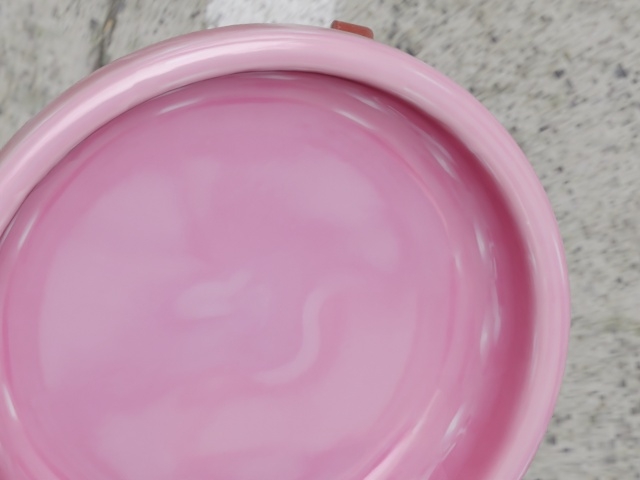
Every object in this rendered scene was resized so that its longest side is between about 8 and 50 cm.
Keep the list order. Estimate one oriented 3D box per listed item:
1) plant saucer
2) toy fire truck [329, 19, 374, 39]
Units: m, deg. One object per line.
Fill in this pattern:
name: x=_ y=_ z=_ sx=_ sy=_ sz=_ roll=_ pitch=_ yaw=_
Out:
plant saucer: x=-0.039 y=0.048 z=0.948 sx=0.332 sy=0.084 sz=0.332 roll=-6 pitch=109 yaw=-17
toy fire truck: x=0.000 y=0.000 z=1.524 sx=0.169 sy=0.254 sz=0.302 roll=9 pitch=120 yaw=-1
